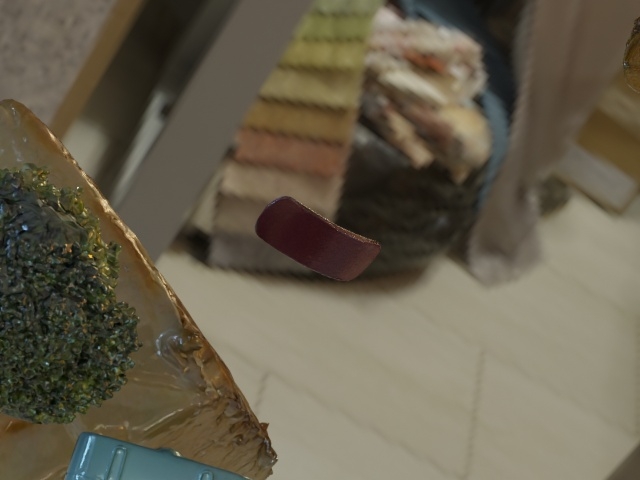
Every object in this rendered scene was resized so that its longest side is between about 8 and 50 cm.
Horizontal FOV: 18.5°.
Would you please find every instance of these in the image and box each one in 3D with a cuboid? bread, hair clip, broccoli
[{"bbox_3d":[-0.260,0.113,1.880,0.390,0.279,0.371,48,-6,18],"label":"bread"},{"bbox_3d":[0.000,0.001,1.866,0.137,0.054,0.022,28,27,-34],"label":"hair clip"},{"bbox_3d":[-0.255,0.036,1.423,0.226,0.198,0.176,8,-2,37],"label":"broccoli"},{"bbox_3d":[0.296,-0.156,1.672,0.046,0.081,0.083,-58,135,-50],"label":"bread"}]

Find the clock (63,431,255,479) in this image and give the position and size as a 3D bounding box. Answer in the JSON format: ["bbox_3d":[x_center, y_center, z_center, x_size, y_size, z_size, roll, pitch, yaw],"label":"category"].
[{"bbox_3d":[-0.084,0.148,1.117,0.108,0.045,0.147,16,-12,6],"label":"clock"}]
